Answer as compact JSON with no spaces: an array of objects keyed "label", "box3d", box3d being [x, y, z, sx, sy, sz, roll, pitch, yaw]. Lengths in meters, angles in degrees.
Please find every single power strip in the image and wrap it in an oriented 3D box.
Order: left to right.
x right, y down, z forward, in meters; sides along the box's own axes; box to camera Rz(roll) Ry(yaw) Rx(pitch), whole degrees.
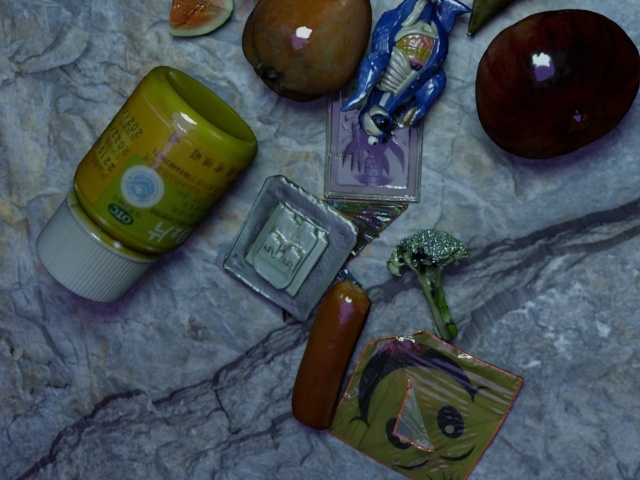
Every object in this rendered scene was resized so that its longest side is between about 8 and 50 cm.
[{"label":"power strip","box3d":[-0.060,0.016,1.187,0.198,0.064,0.213,32,105,10]}]

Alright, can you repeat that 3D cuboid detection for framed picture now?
[{"label":"framed picture","box3d":[0.091,-0.184,1.158,0.173,0.010,0.231,3,100,13]}]

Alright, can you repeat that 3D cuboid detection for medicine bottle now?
[{"label":"medicine bottle","box3d":[-0.304,-0.087,1.160,0.224,0.224,0.384,44,106,3]}]

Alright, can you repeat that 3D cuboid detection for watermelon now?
[{"label":"watermelon","box3d":[-0.224,-0.427,1.154,0.125,0.094,0.135,-13,91,23]}]

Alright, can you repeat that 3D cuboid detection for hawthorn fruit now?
[{"label":"hawthorn fruit","box3d":[0.000,-0.339,1.076,0.199,0.199,0.251,44,77,4]}]

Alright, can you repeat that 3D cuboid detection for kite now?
[{"label":"kite","box3d":[0.000,0.000,1.211,0.321,0.016,0.234,-44,85,15]},{"label":"kite","box3d":[0.188,0.320,1.215,0.378,0.013,0.327,-16,95,17]}]

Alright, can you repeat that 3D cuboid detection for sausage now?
[{"label":"sausage","box3d":[0.012,0.211,1.201,0.089,0.083,0.300,18,107,6]}]

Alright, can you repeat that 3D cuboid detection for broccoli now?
[{"label":"broccoli","box3d":[0.194,0.075,1.140,0.122,0.118,0.204,-20,112,-13]}]

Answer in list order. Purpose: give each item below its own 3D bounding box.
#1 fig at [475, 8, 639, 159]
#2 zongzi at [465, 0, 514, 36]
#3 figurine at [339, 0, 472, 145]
[{"label":"fig","box3d":[0.339,-0.237,0.988,0.235,0.235,0.214,4,63,13]},{"label":"zongzi","box3d":[0.349,-0.414,1.013,0.221,0.112,0.242,12,112,10]},{"label":"figurine","box3d":[0.126,-0.279,1.066,0.262,0.164,0.121,-55,45,13]}]
